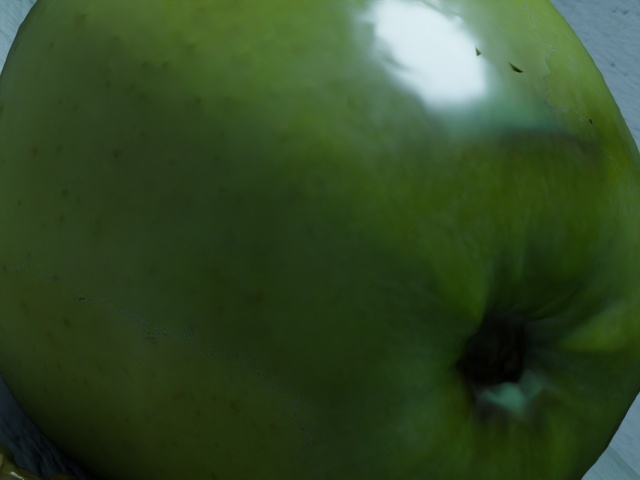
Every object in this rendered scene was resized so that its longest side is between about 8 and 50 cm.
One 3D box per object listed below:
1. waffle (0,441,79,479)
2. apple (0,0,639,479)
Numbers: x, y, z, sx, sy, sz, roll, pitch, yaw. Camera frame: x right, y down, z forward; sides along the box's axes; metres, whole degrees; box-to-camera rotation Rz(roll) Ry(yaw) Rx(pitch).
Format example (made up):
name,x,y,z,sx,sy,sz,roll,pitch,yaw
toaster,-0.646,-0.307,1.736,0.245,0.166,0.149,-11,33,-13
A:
name,x,y,z,sx,sy,sz,roll,pitch,yaw
waffle,-0.136,0.197,0.735,0.282,0.058,0.301,29,10,-28
apple,0.000,0.000,0.955,0.474,0.473,0.473,40,10,-8
